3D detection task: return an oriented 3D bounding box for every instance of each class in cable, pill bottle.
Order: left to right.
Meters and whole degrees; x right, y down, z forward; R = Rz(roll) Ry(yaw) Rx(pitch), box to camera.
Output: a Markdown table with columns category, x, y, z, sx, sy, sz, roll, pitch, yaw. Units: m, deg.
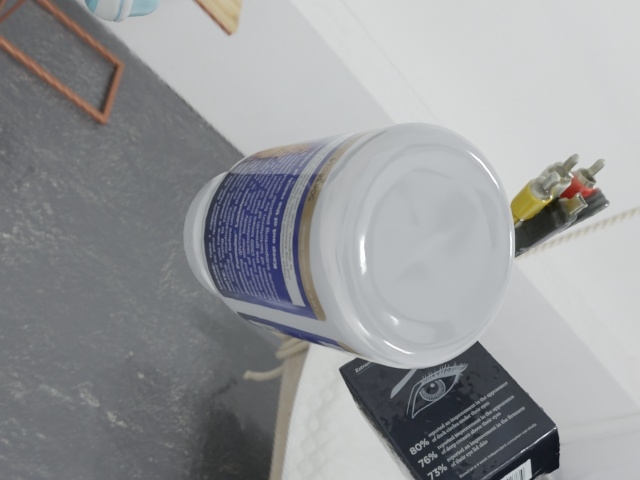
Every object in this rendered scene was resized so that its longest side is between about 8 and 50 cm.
| category | x | y | z | sx | sy | sz | roll | pitch | yaw |
| --- | --- | --- | --- | --- | --- | --- | --- | --- | --- |
| pill bottle | 0.000 | 0.000 | 0.531 | 0.153 | 0.264 | 0.153 | -1 | 92 | -31 |
| cable | 0.244 | -0.015 | 0.891 | 0.139 | 0.287 | 0.072 | -12 | 72 | -35 |

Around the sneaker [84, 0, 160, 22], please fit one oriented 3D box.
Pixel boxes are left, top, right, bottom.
| category | x | y | z | sx | sy | sz | roll | pitch | yaw |
| --- | --- | --- | --- | --- | --- | --- | --- | --- | --- |
| sneaker | -0.056 | -0.297 | 0.515 | 0.208 | 0.127 | 0.319 | 10 | 86 | -26 |

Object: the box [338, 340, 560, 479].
| category | x | y | z | sx | sy | sz | roll | pitch | yaw |
| --- | --- | --- | --- | --- | --- | --- | --- | --- | --- |
| box | 0.142 | 0.198 | 0.796 | 0.207 | 0.153 | 0.108 | 52 | -11 | 42 |
